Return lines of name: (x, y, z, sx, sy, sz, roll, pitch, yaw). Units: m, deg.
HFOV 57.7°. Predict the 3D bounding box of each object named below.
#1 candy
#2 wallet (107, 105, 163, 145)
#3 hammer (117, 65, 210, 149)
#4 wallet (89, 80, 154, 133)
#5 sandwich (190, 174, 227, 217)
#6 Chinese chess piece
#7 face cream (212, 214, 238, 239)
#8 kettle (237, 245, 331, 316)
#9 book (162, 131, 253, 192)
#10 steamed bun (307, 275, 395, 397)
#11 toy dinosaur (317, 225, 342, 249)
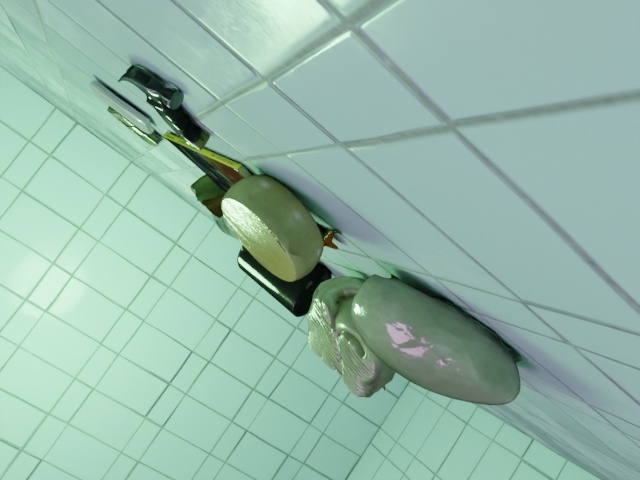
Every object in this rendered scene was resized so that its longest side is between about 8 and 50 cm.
candy: (0.259, 0.246, 1.345, 0.427, 0.186, 0.386, 30, 168, 6)
wallet: (-0.539, -0.334, 1.689, 0.155, 0.039, 0.110, 40, 172, -38)
hammer: (-0.294, -0.255, 1.135, 0.158, 0.041, 0.226, 32, 172, 22)
wallet: (-0.525, -0.354, 1.547, 0.183, 0.032, 0.124, 37, 172, -5)
sandwich: (-0.329, -0.140, 1.783, 0.094, 0.096, 0.258, 41, 174, 3)
Chinese chess piece: (-0.103, -0.027, 1.255, 0.251, 0.097, 0.251, 41, 158, 21)
face cream: (-0.334, -0.067, 2.243, 0.291, 0.071, 0.144, 19, 139, 59)
kettle: (-0.122, 0.109, 2.136, 0.308, 0.203, 0.262, 35, -162, 25)
book: (-0.230, -0.159, 1.499, 0.374, 0.028, 0.262, 28, 168, 44)
steamed bun: (0.132, 0.269, 1.724, 0.342, 0.255, 0.368, 50, 150, 25)
toy dinosaur: (-0.001, 0.000, 1.376, 0.212, 0.057, 0.142, 27, 170, 44)
